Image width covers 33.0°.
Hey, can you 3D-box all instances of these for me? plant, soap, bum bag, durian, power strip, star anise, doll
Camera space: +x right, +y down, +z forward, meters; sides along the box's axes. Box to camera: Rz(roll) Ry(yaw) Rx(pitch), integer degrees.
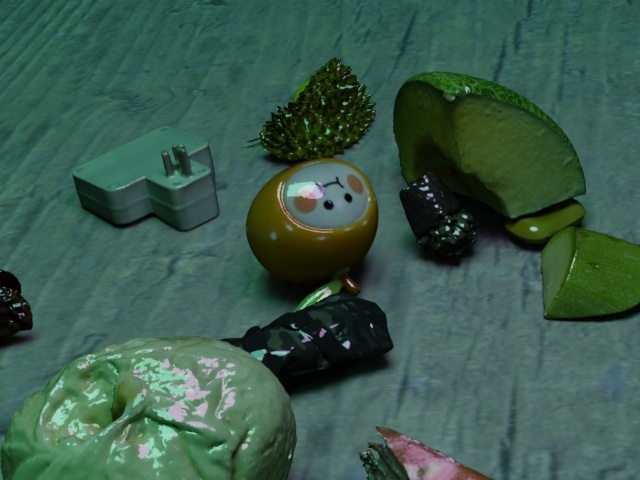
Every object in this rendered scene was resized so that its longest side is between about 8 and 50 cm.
[{"bbox_3d":[0.187,-0.036,1.727,0.092,0.143,0.094,-34,0,32],"label":"plant"},{"bbox_3d":[0.367,-0.034,1.765,0.140,0.045,0.089,-27,32,-28],"label":"soap"},{"bbox_3d":[-0.054,0.158,1.496,0.340,0.095,0.144,-19,32,-24],"label":"bum bag"},{"bbox_3d":[0.003,-0.255,2.172,0.169,0.158,0.352,-29,16,36],"label":"durian"},{"bbox_3d":[-0.300,-0.128,1.970,0.229,0.141,0.261,-30,35,-31],"label":"power strip"},{"bbox_3d":[-0.558,0.105,1.654,0.220,0.126,0.190,-21,38,-27],"label":"star anise"},{"bbox_3d":[0.000,0.000,1.679,0.213,0.213,0.236,-20,76,-20],"label":"doll"}]

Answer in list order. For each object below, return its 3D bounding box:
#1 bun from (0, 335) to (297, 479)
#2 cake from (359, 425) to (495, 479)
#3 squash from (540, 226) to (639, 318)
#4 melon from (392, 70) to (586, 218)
[{"bbox_3d":[-0.203,0.240,1.241,0.352,0.227,0.349,-15,39,-2],"label":"bun"},{"bbox_3d":[0.147,0.306,1.215,0.135,0.098,0.287,-25,41,-25],"label":"cake"},{"bbox_3d":[0.415,0.025,1.606,0.184,0.085,0.192,-9,33,14],"label":"squash"},{"bbox_3d":[0.241,-0.165,1.828,0.331,0.226,0.343,21,12,-28],"label":"melon"}]
